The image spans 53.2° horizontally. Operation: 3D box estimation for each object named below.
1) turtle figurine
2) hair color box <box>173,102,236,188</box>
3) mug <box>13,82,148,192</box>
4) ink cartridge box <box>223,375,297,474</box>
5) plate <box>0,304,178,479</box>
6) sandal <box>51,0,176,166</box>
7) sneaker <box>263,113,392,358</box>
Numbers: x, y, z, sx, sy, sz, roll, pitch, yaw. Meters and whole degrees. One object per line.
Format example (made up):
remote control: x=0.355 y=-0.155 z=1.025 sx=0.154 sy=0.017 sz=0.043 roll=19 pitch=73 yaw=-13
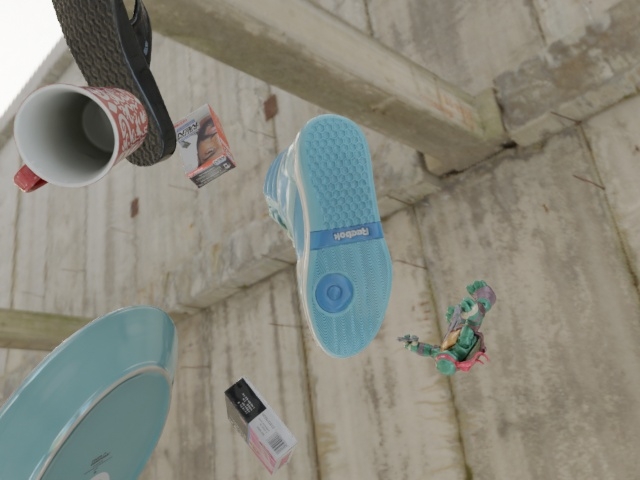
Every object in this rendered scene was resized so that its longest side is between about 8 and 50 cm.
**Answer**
turtle figurine: x=0.224 y=0.161 z=1.087 sx=0.175 sy=0.234 sz=0.118 roll=-35 pitch=-90 yaw=35
hair color box: x=-0.242 y=-0.197 z=1.317 sx=0.093 sy=0.053 sz=0.167 roll=-29 pitch=-127 yaw=6
mug: x=-0.293 y=-0.132 z=0.772 sx=0.169 sy=0.150 sz=0.113 roll=-88 pitch=166 yaw=-73
ink cartridge box: x=-0.137 y=0.428 z=1.435 sx=0.175 sy=0.069 sz=0.371 roll=48 pitch=-19 yaw=16
plate: x=-0.135 y=0.126 z=0.375 sx=0.024 sy=0.188 sz=0.188 roll=24 pitch=-82 yaw=15
sandal: x=-0.373 y=-0.358 z=1.177 sx=0.168 sy=0.107 sz=0.445 roll=-3 pitch=-67 yaw=32
sneaker: x=0.000 y=0.000 z=0.906 sx=0.208 sy=0.127 sz=0.318 roll=169 pitch=-81 yaw=-69
